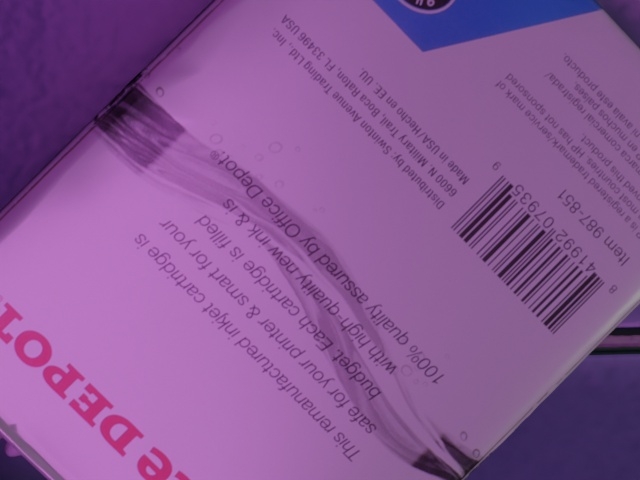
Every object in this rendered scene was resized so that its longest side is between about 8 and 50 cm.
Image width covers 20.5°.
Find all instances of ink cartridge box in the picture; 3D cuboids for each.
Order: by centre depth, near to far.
[{"bbox_3d":[0.000,0.000,0.803,0.307,0.129,0.223,-45,99,-3],"label":"ink cartridge box"}]

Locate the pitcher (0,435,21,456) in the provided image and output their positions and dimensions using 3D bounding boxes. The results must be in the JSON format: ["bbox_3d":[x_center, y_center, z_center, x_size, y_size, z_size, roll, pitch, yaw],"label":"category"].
[{"bbox_3d":[-0.225,0.110,0.904,0.207,0.125,0.178,-19,106,-2],"label":"pitcher"}]
